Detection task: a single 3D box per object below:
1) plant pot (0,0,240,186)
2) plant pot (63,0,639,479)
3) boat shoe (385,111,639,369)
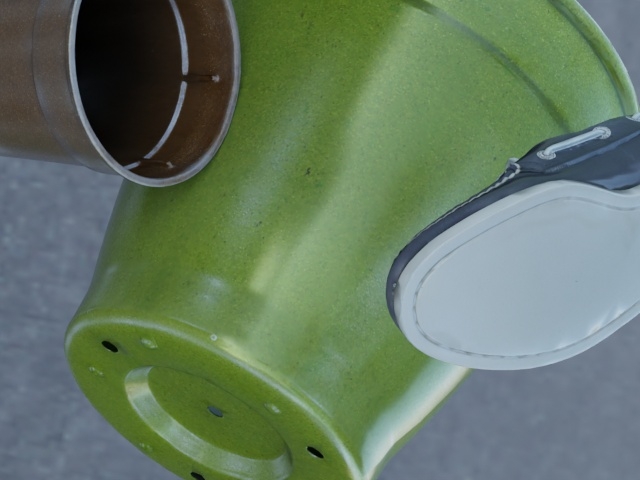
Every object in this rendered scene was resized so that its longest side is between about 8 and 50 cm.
[{"bbox_3d":[-0.168,-0.120,1.282,0.167,0.165,0.167,-5,96,-53],"label":"plant pot"},{"bbox_3d":[0.000,0.000,1.410,0.353,0.366,0.366,-60,141,-29],"label":"plant pot"},{"bbox_3d":[0.101,-0.006,0.772,0.206,0.065,0.075,-21,120,-30],"label":"boat shoe"}]
